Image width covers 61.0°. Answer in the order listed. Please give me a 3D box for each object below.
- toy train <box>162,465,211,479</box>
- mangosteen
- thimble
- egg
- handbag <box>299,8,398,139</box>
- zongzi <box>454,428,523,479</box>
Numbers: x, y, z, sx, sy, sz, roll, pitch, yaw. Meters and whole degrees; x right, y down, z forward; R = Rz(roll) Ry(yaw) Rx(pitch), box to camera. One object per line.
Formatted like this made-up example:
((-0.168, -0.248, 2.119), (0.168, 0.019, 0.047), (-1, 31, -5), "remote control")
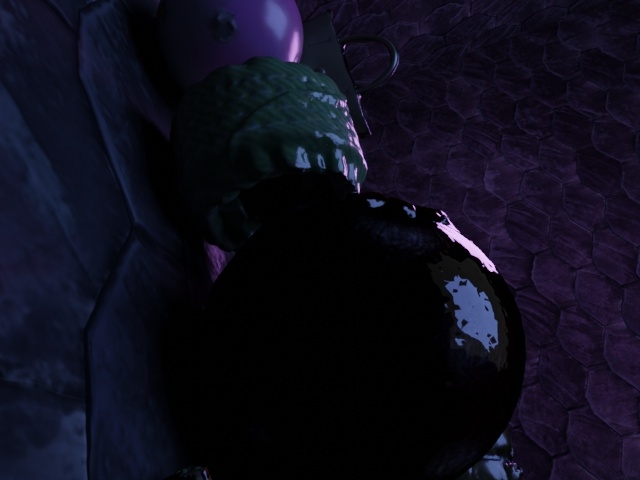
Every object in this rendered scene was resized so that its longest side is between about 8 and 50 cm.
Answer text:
((-0.054, 0.263, 0.346), (0.085, 0.053, 0.250), (-150, -140, -87), "toy train")
((0.035, 0.128, 0.531), (0.307, 0.306, 0.347), (-72, 173, -79), "mangosteen")
((-0.060, -0.083, 0.615), (0.219, 0.219, 0.150), (58, 16, -63), "thimble")
((-0.119, -0.277, 0.733), (0.271, 0.196, 0.196), (-101, 170, -60), "egg")
((-0.024, -0.250, 0.901), (0.109, 0.315, 0.241), (56, 17, -74), "handbag")
((0.143, 0.284, 0.866), (0.356, 0.174, 0.393), (112, -22, -45), "zongzi")
